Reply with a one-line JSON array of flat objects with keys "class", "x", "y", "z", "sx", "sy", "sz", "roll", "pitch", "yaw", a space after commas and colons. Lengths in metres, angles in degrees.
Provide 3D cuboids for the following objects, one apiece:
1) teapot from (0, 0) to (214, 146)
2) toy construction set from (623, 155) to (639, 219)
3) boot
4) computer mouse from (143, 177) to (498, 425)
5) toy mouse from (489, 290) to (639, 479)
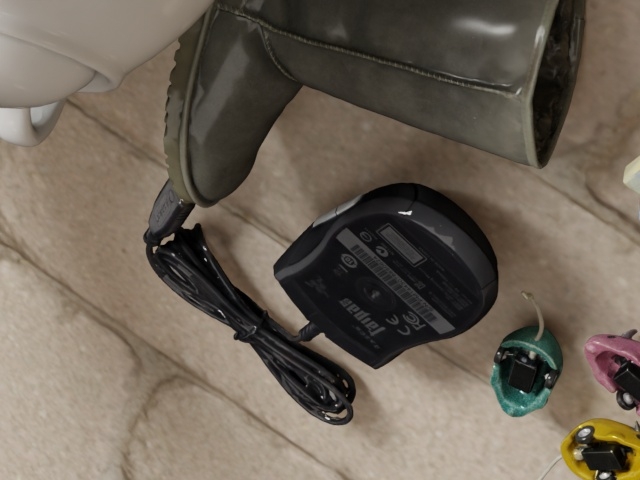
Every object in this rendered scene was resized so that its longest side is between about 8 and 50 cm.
[{"class": "teapot", "x": -0.153, "y": -0.139, "z": 0.906, "sx": 0.256, "sy": 0.187, "sz": 0.252, "roll": 17, "pitch": 175, "yaw": -39}, {"class": "toy construction set", "x": 0.264, "y": -0.077, "z": 0.792, "sx": 0.215, "sy": 0.151, "sz": 0.327, "roll": 14, "pitch": 152, "yaw": 1}, {"class": "boot", "x": 0.026, "y": -0.078, "z": 1.030, "sx": 0.208, "sy": 0.076, "sz": 0.189, "roll": 17, "pitch": 120, "yaw": 16}, {"class": "computer mouse", "x": 0.000, "y": 0.000, "z": 1.146, "sx": 0.184, "sy": 0.060, "sz": 0.262, "roll": 41, "pitch": 148, "yaw": -3}, {"class": "toy mouse", "x": 0.153, "y": 0.077, "z": 1.118, "sx": 0.161, "sy": 0.031, "sz": 0.143, "roll": -14, "pitch": 118, "yaw": 42}]
